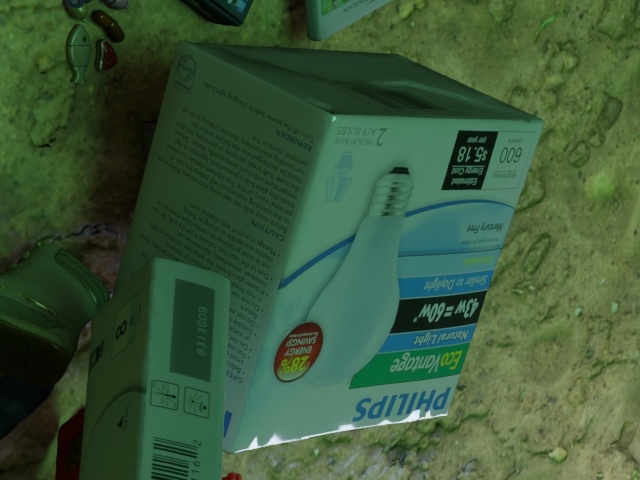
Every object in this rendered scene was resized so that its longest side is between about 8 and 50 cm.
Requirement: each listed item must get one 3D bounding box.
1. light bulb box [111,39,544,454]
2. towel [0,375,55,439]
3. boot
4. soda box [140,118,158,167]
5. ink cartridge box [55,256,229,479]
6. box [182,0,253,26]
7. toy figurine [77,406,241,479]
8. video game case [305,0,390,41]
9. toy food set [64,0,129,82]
[{"bbox_3d":[0.000,0.000,1.818,0.358,0.225,0.361,-4,116,-48],"label":"light bulb box"},{"bbox_3d":[-0.328,0.177,1.773,0.119,0.067,0.029,-42,124,-29],"label":"towel"},{"bbox_3d":[-0.326,0.049,1.727,0.165,0.213,0.077,-65,-179,-61],"label":"boot"},{"bbox_3d":[-0.069,-0.111,1.935,0.263,0.092,0.083,-19,115,-40],"label":"soda box"},{"bbox_3d":[-0.213,0.235,1.639,0.091,0.385,0.308,17,55,-27],"label":"ink cartridge box"},{"bbox_3d":[-0.113,-0.374,1.855,0.183,0.059,0.233,34,75,-42],"label":"box"},{"bbox_3d":[-0.157,0.355,1.870,0.217,0.191,0.363,74,13,-55],"label":"toy figurine"},{"bbox_3d":[0.044,-0.358,1.988,0.193,0.023,0.212,-35,132,-44],"label":"video game case"},{"bbox_3d":[-0.230,-0.227,1.805,0.078,0.019,0.122,-17,111,-40],"label":"toy food set"}]
